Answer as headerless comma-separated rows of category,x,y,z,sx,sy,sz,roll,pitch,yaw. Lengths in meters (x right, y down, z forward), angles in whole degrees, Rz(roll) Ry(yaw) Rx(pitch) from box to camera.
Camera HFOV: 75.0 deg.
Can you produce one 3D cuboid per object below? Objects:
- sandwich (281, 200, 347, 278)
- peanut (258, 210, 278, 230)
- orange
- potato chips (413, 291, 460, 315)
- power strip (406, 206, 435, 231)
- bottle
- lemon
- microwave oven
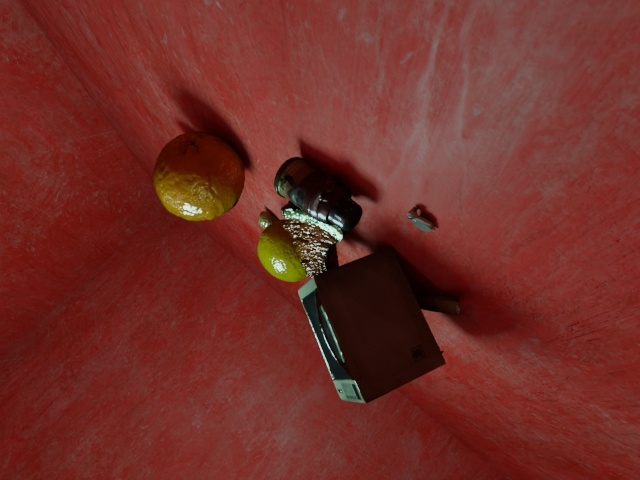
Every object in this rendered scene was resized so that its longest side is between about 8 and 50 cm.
sandwich,0.000,0.000,1.470,0.250,0.162,0.301,18,122,28
peanut,-0.220,-0.053,1.925,0.194,0.093,0.083,48,176,-26
orange,-0.454,-0.246,1.566,0.340,0.340,0.293,32,149,29
potato chips,0.345,0.201,1.358,0.407,0.080,0.057,170,91,-70
power strip,0.252,-0.052,1.041,0.083,0.035,0.055,34,166,-21
bottle,0.001,-0.132,1.191,0.271,0.143,0.156,36,-173,25
lemon,-0.125,0.040,1.693,0.267,0.267,0.267,37,162,14
microwave oven,0.145,0.271,1.343,0.247,0.333,0.394,125,124,-70
